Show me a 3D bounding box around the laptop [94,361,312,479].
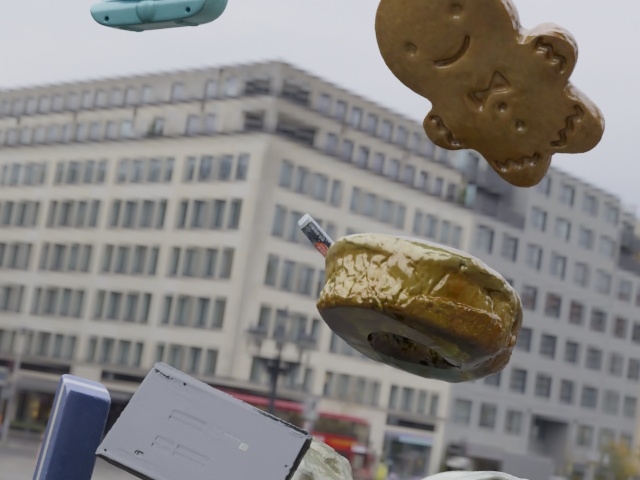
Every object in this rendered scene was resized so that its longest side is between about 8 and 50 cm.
[{"bbox_3d":[-0.120,0.214,1.414,0.197,0.135,0.016,24,-35,11],"label":"laptop"}]

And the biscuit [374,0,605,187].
[{"bbox_3d":[0.223,-0.229,1.857,0.355,0.052,0.275,48,-47,-12],"label":"biscuit"}]

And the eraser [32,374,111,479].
[{"bbox_3d":[-0.378,0.319,2.027,0.082,0.225,0.036,22,-13,-39],"label":"eraser"}]

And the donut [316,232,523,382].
[{"bbox_3d":[0.152,0.111,2.003,0.330,0.160,0.330,9,-23,4],"label":"donut"}]

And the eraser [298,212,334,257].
[{"bbox_3d":[0.000,0.000,2.159,0.099,0.027,0.019,49,16,11],"label":"eraser"}]

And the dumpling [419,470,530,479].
[{"bbox_3d":[0.093,0.247,1.106,0.100,0.169,0.134,37,-13,2],"label":"dumpling"}]

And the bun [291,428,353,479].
[{"bbox_3d":[-0.031,0.329,1.741,0.133,0.231,0.231,-27,11,-30],"label":"bun"}]

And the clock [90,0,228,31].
[{"bbox_3d":[-0.261,-0.469,2.116,0.223,0.274,0.094,-3,2,24],"label":"clock"}]
